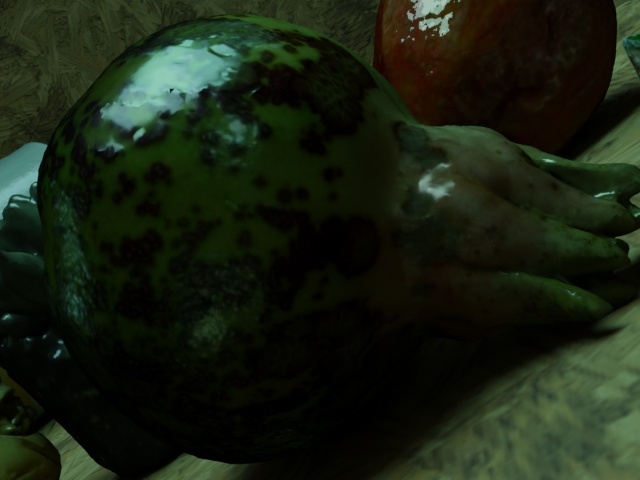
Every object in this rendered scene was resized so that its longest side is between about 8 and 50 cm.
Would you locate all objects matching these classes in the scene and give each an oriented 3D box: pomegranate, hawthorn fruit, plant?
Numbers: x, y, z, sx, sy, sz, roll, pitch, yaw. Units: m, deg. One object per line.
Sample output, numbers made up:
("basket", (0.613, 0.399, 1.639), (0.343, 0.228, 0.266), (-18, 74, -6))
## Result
("pomegranate", (-0.002, -0.017, 0.589), (0.276, 0.204, 0.222), (-28, -5, 23))
("hawthorn fruit", (0.114, -0.120, 0.860), (0.173, 0.179, 0.173), (4, -3, 0))
("plant", (-0.143, 0.046, 0.807), (0.132, 0.194, 0.129), (-41, 15, -27))

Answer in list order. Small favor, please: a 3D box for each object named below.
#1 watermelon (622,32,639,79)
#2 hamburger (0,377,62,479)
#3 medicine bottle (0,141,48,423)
("watermelon", (0.210, -0.083, 0.693), (0.061, 0.085, 0.085), (-65, -8, 30))
("hamburger", (-0.259, 0.169, 0.773), (0.214, 0.108, 0.214), (-39, -7, -6))
("medicine bottle", (-0.312, 0.057, 1.254), (0.232, 0.238, 0.238), (-38, 9, -24))
